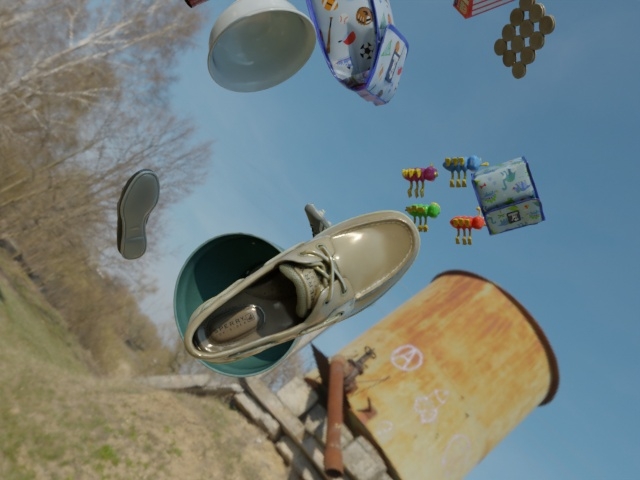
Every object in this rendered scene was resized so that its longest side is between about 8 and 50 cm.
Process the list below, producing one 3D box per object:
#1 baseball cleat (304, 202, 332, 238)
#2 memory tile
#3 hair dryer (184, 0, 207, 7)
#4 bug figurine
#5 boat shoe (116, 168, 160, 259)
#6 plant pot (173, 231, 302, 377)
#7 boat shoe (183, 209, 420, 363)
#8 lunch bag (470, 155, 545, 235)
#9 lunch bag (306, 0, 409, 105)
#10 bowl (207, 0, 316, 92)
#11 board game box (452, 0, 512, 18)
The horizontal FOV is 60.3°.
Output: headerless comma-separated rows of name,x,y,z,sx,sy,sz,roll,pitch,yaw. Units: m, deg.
baseball cleat,0.000,0.000,1.529,0.206,0.109,0.072,53,-10,-12
memory tile,0.421,-0.424,1.144,0.113,0.012,0.148,64,-26,27
hair dryer,-0.310,-0.763,1.472,0.080,0.224,0.293,-173,-89,-76
bug figurine,0.312,-0.114,1.380,0.216,0.072,0.279,4,-44,23
boat shoe,-0.555,-0.088,1.627,0.095,0.112,0.335,52,-46,33
plant pot,-0.139,0.132,1.201,0.293,0.293,0.196,48,13,14
boat shoe,-0.013,0.054,0.629,0.109,0.302,0.098,64,-8,4
lunch bag,0.421,-0.095,1.237,0.129,0.096,0.151,-17,-76,20
lunch bag,0.125,-0.617,1.672,0.328,0.239,0.385,-15,92,-69
bowl,-0.171,-0.536,1.443,0.298,0.298,0.134,109,-40,-64
board game box,0.312,-0.454,0.870,0.146,0.194,0.045,79,-15,-59
